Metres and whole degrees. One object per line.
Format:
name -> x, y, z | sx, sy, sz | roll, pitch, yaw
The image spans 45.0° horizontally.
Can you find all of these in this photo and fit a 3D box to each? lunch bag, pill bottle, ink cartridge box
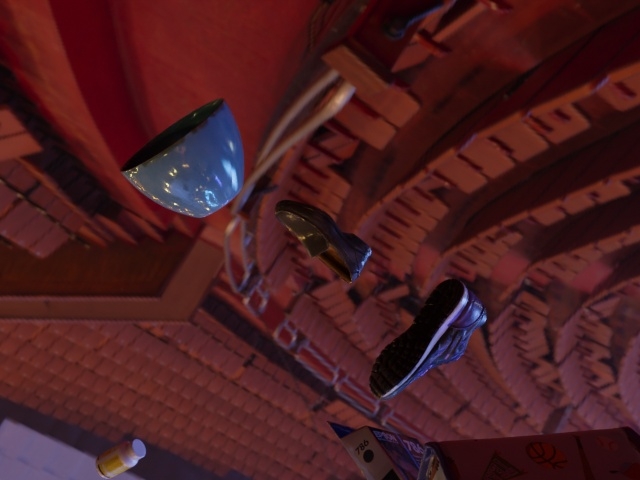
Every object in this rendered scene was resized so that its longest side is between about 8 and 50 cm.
lunch bag -> 0.275, 0.460, 0.979 | 0.327, 0.386, 0.239 | 3, -156, -18
pill bottle -> -0.485, 0.529, 1.884 | 0.065, 0.116, 0.065 | 49, -159, -27
ink cartridge box -> 0.154, 0.410, 1.286 | 0.165, 0.065, 0.333 | 27, -165, -46

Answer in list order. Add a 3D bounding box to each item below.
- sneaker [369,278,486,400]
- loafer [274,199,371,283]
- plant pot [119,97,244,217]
sneaker -> 0.223, 0.222, 1.529 | 0.124, 0.283, 0.107 | 40, -178, -28
loafer -> 0.000, 0.000, 1.162 | 0.170, 0.061, 0.062 | 32, 147, -15
plant pot -> -0.291, -0.169, 1.805 | 0.195, 0.290, 0.290 | 56, 159, -20
